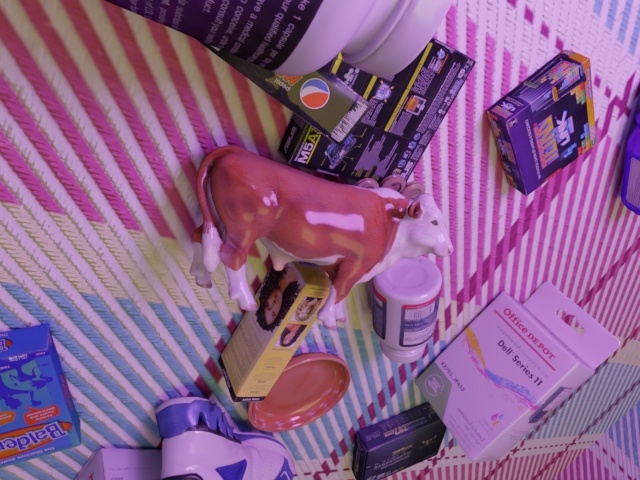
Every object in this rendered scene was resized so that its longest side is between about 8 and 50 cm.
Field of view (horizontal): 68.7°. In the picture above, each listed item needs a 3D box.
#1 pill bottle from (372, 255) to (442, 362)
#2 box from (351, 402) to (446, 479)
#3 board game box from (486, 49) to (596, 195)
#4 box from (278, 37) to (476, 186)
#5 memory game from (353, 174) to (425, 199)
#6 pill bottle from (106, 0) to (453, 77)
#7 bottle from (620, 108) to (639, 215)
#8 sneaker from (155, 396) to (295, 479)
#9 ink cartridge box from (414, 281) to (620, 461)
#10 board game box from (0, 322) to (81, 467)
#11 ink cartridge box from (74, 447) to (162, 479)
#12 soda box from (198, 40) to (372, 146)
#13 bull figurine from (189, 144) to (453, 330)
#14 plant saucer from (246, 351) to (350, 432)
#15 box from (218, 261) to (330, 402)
[{"bbox_3d":[0.140,0.119,0.784,0.108,0.108,0.180,-18,132,-16],"label":"pill bottle"},{"bbox_3d":[0.195,0.500,1.152,0.233,0.059,0.183,-14,130,-20],"label":"box"},{"bbox_3d":[0.337,-0.170,0.704,0.141,0.048,0.170,-39,134,3],"label":"board game box"},{"bbox_3d":[0.068,-0.162,0.564,0.184,0.045,0.190,9,121,-31],"label":"box"},{"bbox_3d":[0.068,-0.023,0.665,0.186,0.012,0.186,-13,144,-10],"label":"memory game"},{"bbox_3d":[-0.070,-0.226,0.301,0.323,0.181,0.181,16,117,-24],"label":"pill bottle"},{"bbox_3d":[0.604,-0.165,0.824,0.118,0.092,0.282,-32,134,-2],"label":"bottle"},{"bbox_3d":[-0.166,0.405,0.774,0.128,0.182,0.315,-22,134,17],"label":"sneaker"},{"bbox_3d":[0.391,0.254,0.962,0.119,0.207,0.353,26,109,-42],"label":"ink cartridge box"},{"bbox_3d":[-0.409,0.208,0.591,0.160,0.047,0.210,-10,130,-22],"label":"board game box"},{"bbox_3d":[-0.312,0.514,0.710,0.131,0.306,0.226,25,111,-40],"label":"ink cartridge box"},{"bbox_3d":[-0.033,-0.166,0.459,0.169,0.060,0.053,33,106,-21],"label":"soda box"},{"bbox_3d":[0.000,0.000,0.552,0.311,0.101,0.188,17,93,-14],"label":"bull figurine"},{"bbox_3d":[-0.040,0.272,0.855,0.200,0.037,0.200,-15,130,-18],"label":"plant saucer"},{"bbox_3d":[-0.071,0.128,0.690,0.058,0.087,0.232,13,117,-37],"label":"box"}]
